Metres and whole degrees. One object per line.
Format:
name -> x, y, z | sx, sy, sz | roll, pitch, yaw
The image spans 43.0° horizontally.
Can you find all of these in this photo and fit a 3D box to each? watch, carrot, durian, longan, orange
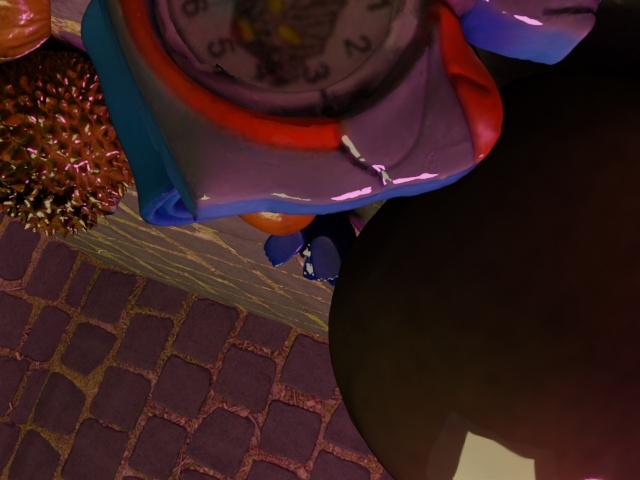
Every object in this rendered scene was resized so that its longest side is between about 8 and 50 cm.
watch -> 0.011, -0.129, 0.513 | 0.305, 0.242, 0.274 | -18, 175, -11
carrot -> -0.418, -0.246, 0.939 | 0.301, 0.114, 0.114 | 7, 161, 47
durian -> -0.370, -0.125, 1.086 | 0.292, 0.258, 0.258 | -2, 155, 43
longan -> 0.184, 0.049, 0.604 | 0.360, 0.361, 0.361 | 20, 168, 5
orange -> -0.065, -0.079, 1.031 | 0.156, 0.124, 0.156 | 37, 174, 4

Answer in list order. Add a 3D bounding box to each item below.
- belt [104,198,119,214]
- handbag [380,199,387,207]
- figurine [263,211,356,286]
belt -> -0.439, -0.135, 1.427 | 0.212, 0.117, 0.347 | 26, 168, -13
handbag -> 0.170, -0.046, 0.815 | 0.221, 0.057, 0.144 | 5, 162, 2
figurine -> 0.006, 0.004, 1.318 | 0.164, 0.121, 0.262 | 28, -175, -2
